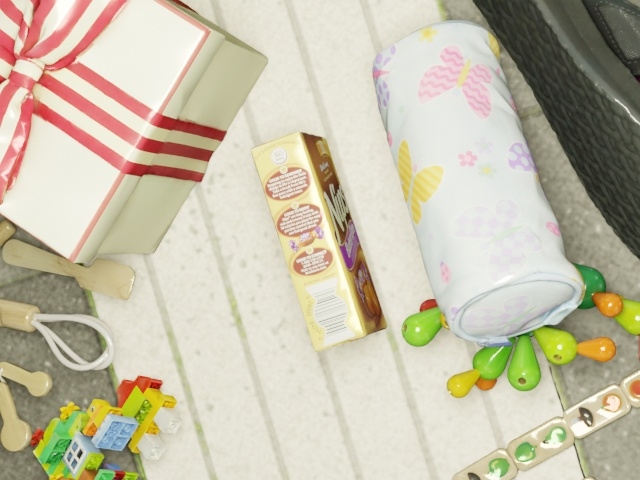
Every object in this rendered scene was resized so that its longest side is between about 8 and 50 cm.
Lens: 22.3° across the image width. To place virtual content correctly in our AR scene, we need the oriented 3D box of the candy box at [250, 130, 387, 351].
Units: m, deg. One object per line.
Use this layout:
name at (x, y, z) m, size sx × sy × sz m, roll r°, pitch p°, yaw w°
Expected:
candy box at (0.000, 0.000, 1.432) m, size 0.053 × 0.109 × 0.186 m, roll -20°, pitch 87°, yaw 12°

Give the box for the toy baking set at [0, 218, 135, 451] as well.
toy baking set at (-0.289, 0.083, 1.515) m, size 0.256 × 0.030 × 0.197 m, roll -47°, pitch 68°, yaw 8°

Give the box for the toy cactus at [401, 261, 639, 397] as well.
toy cactus at (0.183, 0.046, 1.413) m, size 0.219 × 0.112 × 0.180 m, roll -6°, pitch 71°, yaw 14°

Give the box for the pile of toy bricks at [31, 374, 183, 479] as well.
pile of toy bricks at (-0.233, 0.205, 1.497) m, size 0.212 × 0.118 × 0.105 m, roll -57°, pitch 48°, yaw 16°

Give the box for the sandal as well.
sandal at (0.244, -0.149, 1.359) m, size 0.107 × 0.167 × 0.446 m, roll -30°, pitch 87°, yaw -12°

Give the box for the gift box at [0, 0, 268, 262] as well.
gift box at (-0.236, -0.134, 1.405) m, size 0.276 × 0.258 × 0.255 m, roll 28°, pitch 95°, yaw 9°

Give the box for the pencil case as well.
pencil case at (0.131, -0.052, 1.357) m, size 0.124 × 0.113 × 0.273 m, roll -6°, pitch 61°, yaw -21°

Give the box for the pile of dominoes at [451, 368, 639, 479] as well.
pile of dominoes at (0.251, 0.242, 1.417) m, size 0.251 × 0.040 × 0.196 m, roll -32°, pitch 84°, yaw 11°
